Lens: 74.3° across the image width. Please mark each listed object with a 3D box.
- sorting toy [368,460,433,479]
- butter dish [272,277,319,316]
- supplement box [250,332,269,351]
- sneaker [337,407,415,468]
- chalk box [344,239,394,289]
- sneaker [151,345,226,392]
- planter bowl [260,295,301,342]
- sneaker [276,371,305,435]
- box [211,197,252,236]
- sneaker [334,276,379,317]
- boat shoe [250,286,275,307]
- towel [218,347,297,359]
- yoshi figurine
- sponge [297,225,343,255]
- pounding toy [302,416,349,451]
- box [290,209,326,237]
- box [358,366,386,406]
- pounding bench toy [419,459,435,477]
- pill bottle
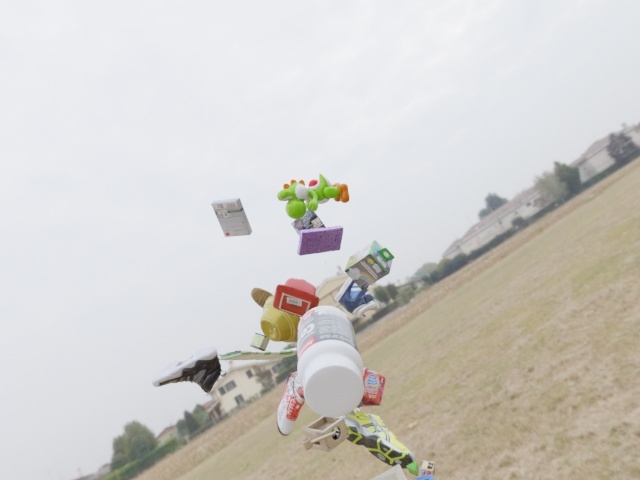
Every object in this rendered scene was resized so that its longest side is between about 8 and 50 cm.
[{"bbox_3d":[0.226,0.881,1.432,0.347,0.047,0.196,-26,19,-4],"label":"sorting toy"},{"bbox_3d":[-0.079,0.192,1.535,0.160,0.160,0.118,107,-178,-48],"label":"butter dish"},{"bbox_3d":[-0.353,0.594,2.469,0.083,0.083,0.056,3,-28,40],"label":"supplement box"},{"bbox_3d":[0.254,0.858,1.879,0.147,0.384,0.145,-35,-49,-39],"label":"sneaker"},{"bbox_3d":[0.237,0.099,1.915,0.213,0.132,0.132,-36,13,31],"label":"chalk box"},{"bbox_3d":[-0.497,0.527,1.621,0.268,0.153,0.101,-26,15,-4],"label":"sneaker"},{"bbox_3d":[-0.179,0.340,1.707,0.090,0.217,0.217,-31,-10,-42],"label":"planter bowl"},{"bbox_3d":[-0.108,0.704,1.842,0.090,0.270,0.145,28,-35,-24],"label":"sneaker"},{"bbox_3d":[-0.418,-0.106,1.997,0.145,0.186,0.038,-4,31,22],"label":"box"},{"bbox_3d":[0.257,0.277,2.391,0.323,0.236,0.130,-53,-8,-7],"label":"sneaker"},{"bbox_3d":[-0.247,0.333,2.302,0.098,0.276,0.096,-63,-4,12],"label":"boat shoe"},{"bbox_3d":[-0.294,0.544,2.027,0.324,0.038,0.247,12,-25,-38],"label":"towel"},{"bbox_3d":[-0.041,-0.201,2.181,0.361,0.203,0.204,-7,-39,-18],"label":"yoshi figurine"},{"bbox_3d":[0.000,0.000,1.879,0.209,0.031,0.117,-7,-59,-26],"label":"sponge"},{"bbox_3d":[0.015,0.797,1.690,0.206,0.094,0.181,-15,-3,-44],"label":"pounding toy"},{"bbox_3d":[-0.059,-0.068,2.556,0.163,0.142,0.247,-37,-18,0],"label":"box"},{"bbox_3d":[0.170,0.676,1.932,0.257,0.122,0.128,-38,26,54],"label":"box"},{"bbox_3d":[0.434,0.953,1.715,0.052,0.084,0.065,-2,5,24],"label":"pounding bench toy"},{"bbox_3d":[0.021,0.295,1.070,0.161,0.161,0.283,-33,15,6],"label":"pill bottle"}]
